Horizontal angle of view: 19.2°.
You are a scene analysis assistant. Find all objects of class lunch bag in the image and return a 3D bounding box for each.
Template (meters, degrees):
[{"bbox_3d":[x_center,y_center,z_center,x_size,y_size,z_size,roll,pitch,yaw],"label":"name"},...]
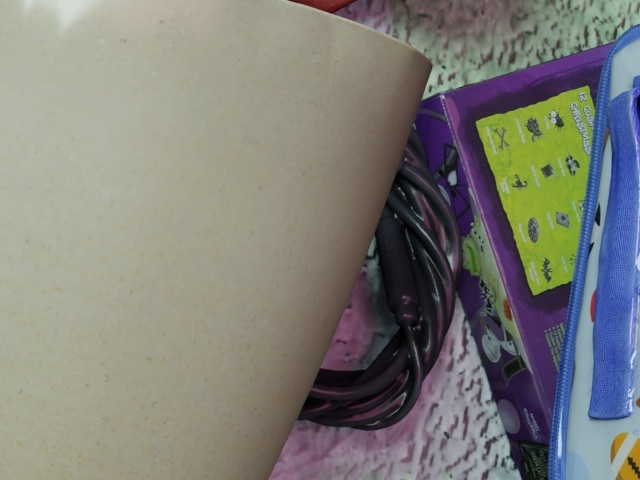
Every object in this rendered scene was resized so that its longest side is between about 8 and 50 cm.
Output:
[{"bbox_3d":[0.227,0.029,0.928,0.243,0.115,0.303,16,73,-25],"label":"lunch bag"}]

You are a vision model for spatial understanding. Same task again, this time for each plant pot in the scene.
[{"bbox_3d":[-0.108,0.042,0.715,0.256,0.256,0.274,11,89,-29],"label":"plant pot"}]

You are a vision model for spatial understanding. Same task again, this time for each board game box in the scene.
[{"bbox_3d":[0.183,0.067,0.984,0.208,0.056,0.347,-18,90,-29],"label":"board game box"}]

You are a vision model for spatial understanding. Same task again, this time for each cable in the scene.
[{"bbox_3d":[0.000,0.000,0.892,0.150,0.047,0.185,-25,91,-37],"label":"cable"}]

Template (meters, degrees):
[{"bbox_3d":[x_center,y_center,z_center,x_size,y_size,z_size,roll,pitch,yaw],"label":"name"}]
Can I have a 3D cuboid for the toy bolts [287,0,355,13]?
[{"bbox_3d":[0.001,-0.214,0.863,0.218,0.158,0.228,-34,98,-32],"label":"toy bolts"}]
